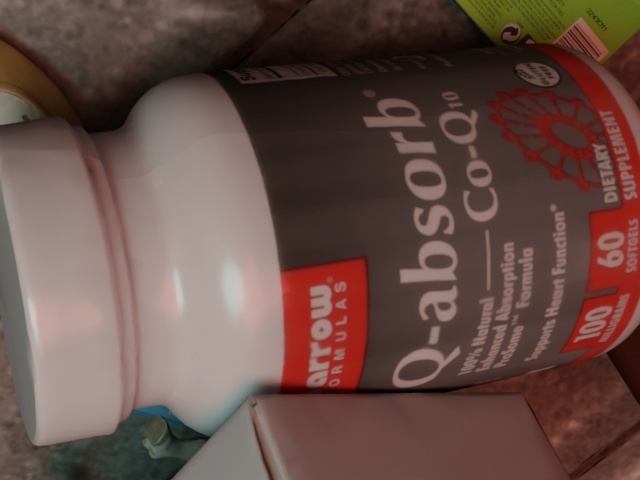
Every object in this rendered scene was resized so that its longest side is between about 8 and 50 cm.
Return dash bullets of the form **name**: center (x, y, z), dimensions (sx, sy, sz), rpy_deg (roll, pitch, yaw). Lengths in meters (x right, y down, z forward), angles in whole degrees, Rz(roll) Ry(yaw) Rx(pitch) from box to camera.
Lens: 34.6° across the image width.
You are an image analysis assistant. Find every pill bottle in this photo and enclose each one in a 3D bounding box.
- **pill bottle**: center (0.000, 0.000, 0.610), dimensions (0.363, 0.210, 0.210), rpy_deg (-10, 118, -22)

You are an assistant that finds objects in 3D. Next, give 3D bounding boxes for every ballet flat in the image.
- **ballet flat**: center (-0.177, -0.040, 0.665), dimensions (0.080, 0.073, 0.232), rpy_deg (-34, 117, 7)

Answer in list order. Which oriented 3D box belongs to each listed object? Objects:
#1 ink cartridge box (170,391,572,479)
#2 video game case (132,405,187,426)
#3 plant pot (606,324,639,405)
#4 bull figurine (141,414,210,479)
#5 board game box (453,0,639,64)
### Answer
- **ink cartridge box**: center (-0.015, 0.222, 0.612), dimensions (0.226, 0.131, 0.306), rpy_deg (6, 136, -41)
- **video game case**: center (-0.076, 0.070, 0.774), dimensions (0.119, 0.015, 0.166), rpy_deg (19, 110, -20)
- **plant pot**: center (0.311, 0.050, 0.708), dimensions (0.273, 0.265, 0.272), rpy_deg (-5, 117, -11)
- **bull figurine**: center (-0.084, 0.206, 0.773), dimensions (0.310, 0.101, 0.188), rpy_deg (-39, 137, 13)
- **board game box**: center (0.213, -0.221, 0.684), dimensions (0.259, 0.039, 0.124), rpy_deg (-42, 117, 12)
